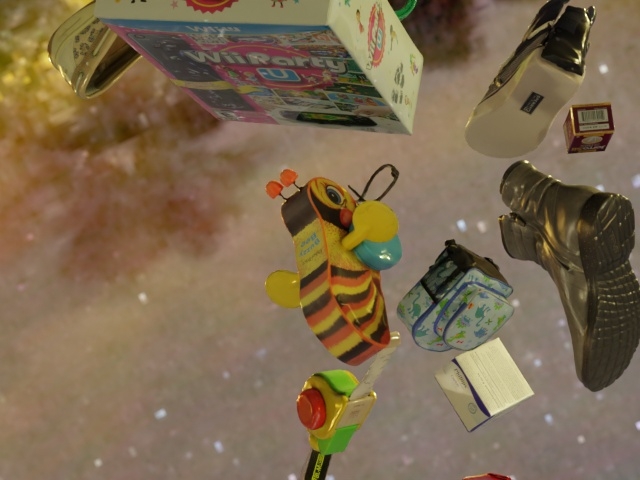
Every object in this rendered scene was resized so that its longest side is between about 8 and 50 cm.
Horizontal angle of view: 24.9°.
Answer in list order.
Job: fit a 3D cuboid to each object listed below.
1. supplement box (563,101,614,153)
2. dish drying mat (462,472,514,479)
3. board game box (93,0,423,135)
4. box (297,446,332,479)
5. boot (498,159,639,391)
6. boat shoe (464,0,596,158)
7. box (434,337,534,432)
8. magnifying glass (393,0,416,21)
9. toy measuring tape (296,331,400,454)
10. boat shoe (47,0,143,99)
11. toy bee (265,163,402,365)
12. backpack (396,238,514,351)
[{"bbox_3d":[0.357,-0.149,1.936,0.055,0.043,0.083,-5,165,2],"label":"supplement box"},{"bbox_3d":[0.176,0.251,1.523,0.032,0.008,0.083,14,166,-9],"label":"dish drying mat"},{"bbox_3d":[-0.047,-0.195,1.381,0.224,0.097,0.303,5,167,19],"label":"board game box"},{"bbox_3d":[-0.028,0.468,2.638,0.190,0.045,0.184,-71,-177,-47],"label":"box"},{"bbox_3d":[0.380,0.049,2.251,0.118,0.338,0.223,-17,-154,-34],"label":"boot"},{"bbox_3d":[0.354,-0.268,2.404,0.340,0.127,0.158,-46,-160,61],"label":"boat shoe"},{"bbox_3d":[0.296,0.262,2.634,0.137,0.126,0.072,-17,160,-45],"label":"box"},{"bbox_3d":[0.090,-0.387,1.920,0.026,0.092,0.230,142,-39,-60],"label":"magnifying glass"},{"bbox_3d":[0.039,0.230,2.384,0.121,0.121,0.330,-38,159,-45],"label":"toy measuring tape"},{"bbox_3d":[-0.200,-0.282,1.768,0.285,0.104,0.089,-41,-124,5],"label":"boat shoe"},{"bbox_3d":[0.000,0.000,1.688,0.195,0.162,0.298,-51,-152,16],"label":"toy bee"},{"bbox_3d":[0.148,0.073,1.605,0.114,0.105,0.084,-45,-129,17],"label":"backpack"}]
